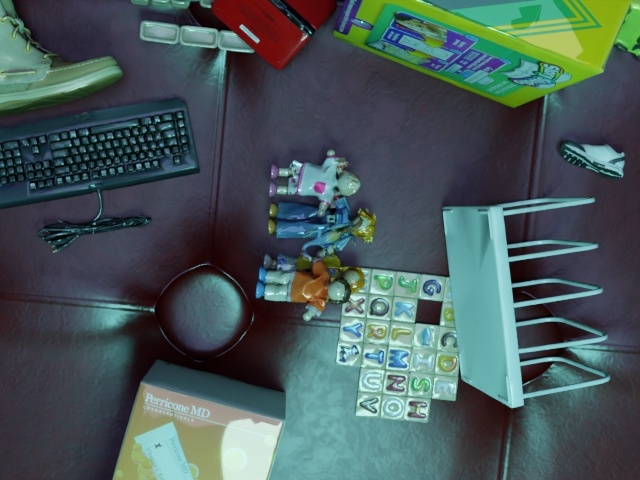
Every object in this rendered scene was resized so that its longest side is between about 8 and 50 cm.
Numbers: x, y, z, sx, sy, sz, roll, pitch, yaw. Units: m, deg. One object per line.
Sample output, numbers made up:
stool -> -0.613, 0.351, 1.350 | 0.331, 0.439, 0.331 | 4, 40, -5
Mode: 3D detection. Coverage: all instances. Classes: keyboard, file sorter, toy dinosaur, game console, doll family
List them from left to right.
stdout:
keyboard -> -0.344, -0.096, 1.268 | 0.317, 0.033, 0.201 | -11, 94, -1
game console -> -0.070, -0.356, 1.260 | 0.144, 0.085, 0.124 | 41, 117, -10
doll family -> 0.000, 0.000, 1.264 | 0.163, 0.118, 0.262 | 5, 75, 3
toy dinosaur -> 0.012, 0.002, 1.190 | 0.082, 0.090, 0.047 | -19, 88, 32
file sorter -> 0.307, 0.078, 1.229 | 0.173, 0.193, 0.277 | -7, 94, -10

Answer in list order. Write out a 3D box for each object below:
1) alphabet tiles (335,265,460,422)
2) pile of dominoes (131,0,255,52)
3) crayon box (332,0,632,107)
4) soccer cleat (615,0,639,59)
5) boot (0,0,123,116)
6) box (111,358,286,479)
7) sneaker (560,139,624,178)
alphabet tiles -> 0.126, 0.168, 1.318 | 0.198, 0.009, 0.237 | 6, 93, -4
pile of dominoes -> -0.160, -0.389, 1.269 | 0.251, 0.040, 0.195 | 4, 93, -11
crayon box -> 0.188, -0.298, 1.116 | 0.313, 0.363, 0.106 | 20, 92, -4
soccer cleat -> 0.563, -0.338, 1.285 | 0.289, 0.093, 0.121 | 13, 62, 1
boot -> -0.435, -0.297, 1.218 | 0.262, 0.095, 0.203 | -11, 94, 7
box -> -0.199, 0.380, 1.234 | 0.215, 0.168, 0.345 | 16, 92, -4
sneaker -> 0.428, -0.135, 1.305 | 0.109, 0.040, 0.043 | 23, 76, -7
